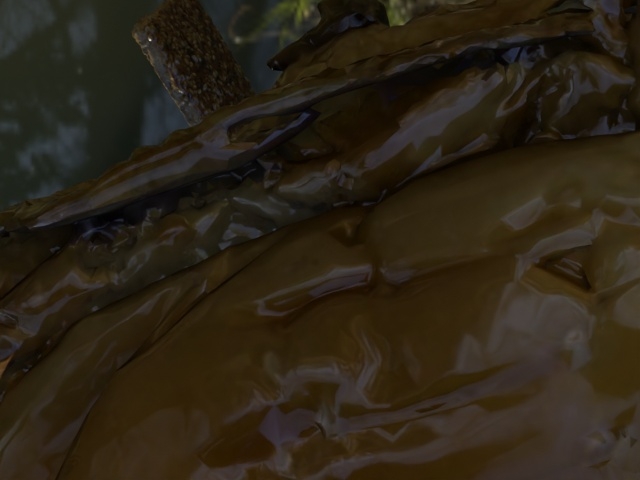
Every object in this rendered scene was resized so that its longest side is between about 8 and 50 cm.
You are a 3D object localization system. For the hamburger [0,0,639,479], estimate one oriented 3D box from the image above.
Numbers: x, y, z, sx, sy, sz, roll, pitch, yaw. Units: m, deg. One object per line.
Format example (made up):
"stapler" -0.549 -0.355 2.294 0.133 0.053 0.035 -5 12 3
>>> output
"hamburger" 0.029 0.073 0.426 0.319 0.158 0.318 -10 137 -9

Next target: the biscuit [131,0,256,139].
"biscuit" -0.093 -0.128 1.396 0.025 0.131 0.231 -24 108 25
